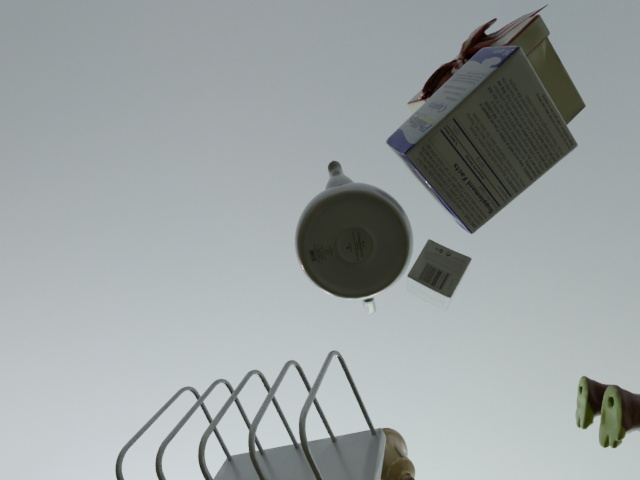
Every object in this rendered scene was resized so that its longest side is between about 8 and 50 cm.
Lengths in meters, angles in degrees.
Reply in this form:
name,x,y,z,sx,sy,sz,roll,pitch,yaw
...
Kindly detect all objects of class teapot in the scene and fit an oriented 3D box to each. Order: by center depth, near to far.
name,x,y,z,sx,sy,sz,roll,pitch,yaw
teapot,0.069,0.000,0.844,0.253,0.187,0.255,30,-82,-3

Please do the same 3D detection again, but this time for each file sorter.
name,x,y,z,sx,sy,sz,roll,pitch,yaw
file sorter,-0.082,0.280,0.529,0.278,0.193,0.172,-20,-81,19

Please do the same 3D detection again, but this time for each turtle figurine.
name,x,y,z,sx,sy,sz,roll,pitch,yaw
turtle figurine,0.380,0.191,0.370,0.218,0.269,0.087,14,-83,15

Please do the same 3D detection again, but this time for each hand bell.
name,x,y,z,sx,sy,sz,roll,pitch,yaw
hand bell,0.177,0.468,0.763,0.126,0.126,0.242,57,-18,-9

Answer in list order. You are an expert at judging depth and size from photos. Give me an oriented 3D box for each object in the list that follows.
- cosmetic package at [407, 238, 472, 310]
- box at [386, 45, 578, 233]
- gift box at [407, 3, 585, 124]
name,x,y,z,sx,sy,sz,roll,pitch,yaw
cosmetic package,0.388,0.118,1.328,0.151,0.151,0.183,28,-14,21
box,0.162,-0.101,0.414,0.137,0.072,0.126,-43,-65,11
gift box,0.385,-0.321,0.875,0.258,0.255,0.276,46,-7,-17
